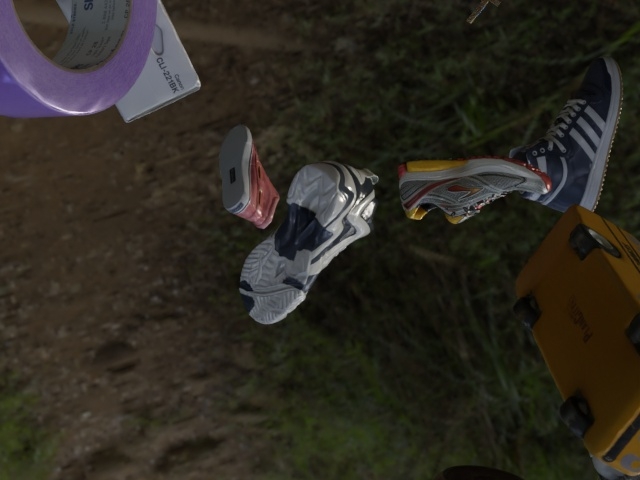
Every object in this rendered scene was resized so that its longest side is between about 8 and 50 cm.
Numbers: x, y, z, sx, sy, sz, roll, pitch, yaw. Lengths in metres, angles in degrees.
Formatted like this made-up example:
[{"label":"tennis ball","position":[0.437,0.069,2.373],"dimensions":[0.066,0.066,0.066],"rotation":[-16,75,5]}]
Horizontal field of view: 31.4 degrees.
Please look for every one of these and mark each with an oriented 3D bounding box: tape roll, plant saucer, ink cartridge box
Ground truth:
[{"label":"tape roll","position":[-0.288,-0.266,1.181],"dimensions":[0.090,0.275,0.275],"rotation":[1,177,31]},{"label":"plant saucer","position":[0.247,0.372,1.706],"dimensions":[0.168,0.029,0.168],"rotation":[6,-172,-1]},{"label":"ink cartridge box","position":[-0.270,-0.309,1.487],"dimensions":[0.114,0.273,0.197],"rotation":[-27,128,-3]}]

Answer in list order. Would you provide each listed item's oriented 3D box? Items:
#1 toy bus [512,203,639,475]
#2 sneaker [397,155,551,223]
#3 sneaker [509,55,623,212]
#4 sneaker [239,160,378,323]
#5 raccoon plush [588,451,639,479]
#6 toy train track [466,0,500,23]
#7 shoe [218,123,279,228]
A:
[{"label":"toy bus","position":[0.268,0.085,1.023],"dimensions":[0.130,0.333,0.108],"rotation":[29,109,-16]},{"label":"sneaker","position":[0.218,-0.069,1.605],"dimensions":[0.225,0.093,0.088],"rotation":[-2,173,31]},{"label":"sneaker","position":[0.418,-0.191,1.955],"dimensions":[0.153,0.282,0.099],"rotation":[11,179,-11]},{"label":"sneaker","position":[0.000,0.000,1.427],"dimensions":[0.153,0.094,0.235],"rotation":[-12,130,-52]},{"label":"raccoon plush","position":[0.547,0.472,1.713],"dimensions":[0.216,0.446,0.299],"rotation":[-23,-159,33]},{"label":"toy train track","position":[0.300,-0.435,2.104],"dimensions":[0.083,0.048,0.014],"rotation":[-51,168,-3]},{"label":"shoe","position":[-0.115,-0.102,1.848],"dimensions":[0.063,0.178,0.081],"rotation":[-29,136,29]}]
